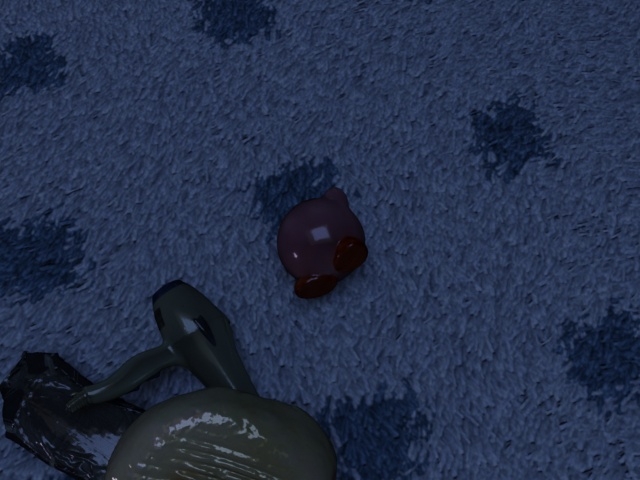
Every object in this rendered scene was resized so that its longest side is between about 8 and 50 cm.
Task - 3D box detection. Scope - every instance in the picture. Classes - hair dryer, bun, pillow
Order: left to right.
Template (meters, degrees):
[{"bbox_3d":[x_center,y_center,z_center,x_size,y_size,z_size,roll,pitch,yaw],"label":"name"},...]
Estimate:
[{"bbox_3d":[-0.413,0.314,1.166,0.334,0.093,0.162,26,66,11],"label":"pillow"},{"bbox_3d":[-0.229,0.251,1.174,0.295,0.119,0.298,36,59,0],"label":"hair dryer"},{"bbox_3d":[-0.147,0.388,1.064,0.360,0.213,0.361,0,94,-5],"label":"bun"}]

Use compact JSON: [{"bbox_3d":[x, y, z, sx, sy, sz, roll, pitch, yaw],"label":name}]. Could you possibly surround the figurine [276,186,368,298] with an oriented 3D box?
[{"bbox_3d":[0.000,0.000,1.267,0.173,0.173,0.173,0,66,0],"label":"figurine"}]
